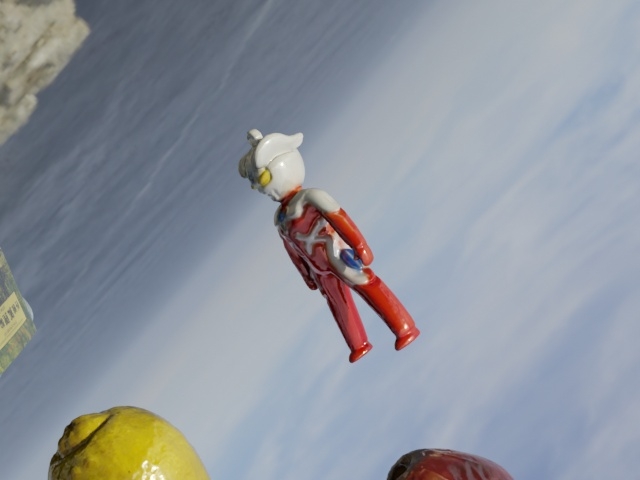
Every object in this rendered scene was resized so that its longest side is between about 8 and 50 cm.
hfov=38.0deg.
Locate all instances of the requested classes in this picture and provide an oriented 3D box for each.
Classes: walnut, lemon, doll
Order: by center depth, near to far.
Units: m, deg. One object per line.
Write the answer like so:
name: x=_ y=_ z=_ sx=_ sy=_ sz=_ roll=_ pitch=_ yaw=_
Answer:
doll: x=0.000 y=0.000 z=1.372 sx=0.099 sy=0.384 sz=0.188 roll=-30 pitch=180 yaw=-34
lemon: x=-0.327 y=0.444 z=1.648 sx=0.285 sy=0.316 sz=0.285 roll=-27 pitch=-133 yaw=33
walnut: x=0.228 y=0.497 z=1.705 sx=0.244 sy=0.269 sz=0.222 roll=-59 pitch=-172 yaw=32

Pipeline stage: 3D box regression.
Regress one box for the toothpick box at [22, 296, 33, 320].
toothpick box: x=-0.757 y=0.243 z=1.837 sx=0.354 sy=0.263 sz=0.263 roll=-62 pitch=-179 yaw=9

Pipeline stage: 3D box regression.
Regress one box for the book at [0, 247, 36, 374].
book: x=-0.439 y=0.047 z=1.190 sx=0.024 sy=0.228 sz=0.160 roll=-18 pitch=-165 yaw=7
